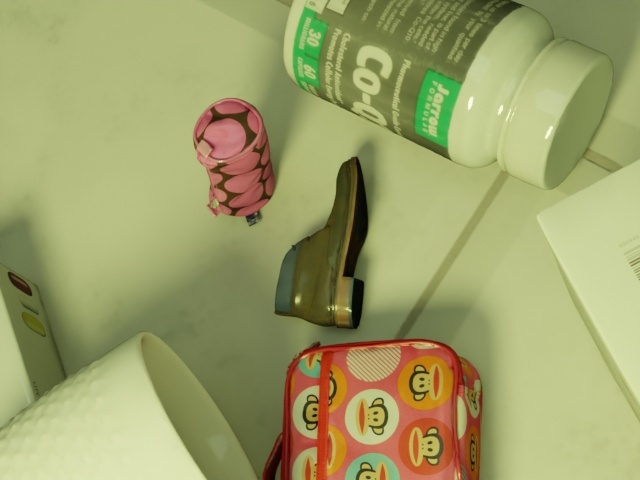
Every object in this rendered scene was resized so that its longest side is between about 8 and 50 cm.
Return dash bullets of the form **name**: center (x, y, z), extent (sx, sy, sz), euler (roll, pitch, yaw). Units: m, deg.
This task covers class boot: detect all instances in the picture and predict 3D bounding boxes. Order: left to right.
- **boot**: center (0.000, 0.000, 1.520), extent (0.106, 0.082, 0.219), euler (1, 76, 15)

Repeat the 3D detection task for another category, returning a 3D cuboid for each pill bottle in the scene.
- **pill bottle**: center (0.152, -0.211, 1.468), extent (0.361, 0.204, 0.204), euler (28, 84, 24)

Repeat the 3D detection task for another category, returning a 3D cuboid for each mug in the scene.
- **mug**: center (-0.256, 0.312, 1.300), extent (0.328, 0.374, 0.276), euler (-33, 103, 2)

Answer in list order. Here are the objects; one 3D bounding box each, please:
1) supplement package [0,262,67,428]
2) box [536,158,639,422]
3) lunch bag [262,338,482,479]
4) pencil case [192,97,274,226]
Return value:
- **supplement package**: center (-0.447, 0.189, 1.565), extent (0.204, 0.145, 0.261), euler (-25, 68, 5)
- **box**: center (0.361, 0.071, 1.238), extent (0.168, 0.345, 0.215), euler (-29, 68, 7)
- **lunch bag**: center (0.054, 0.264, 1.410), extent (0.258, 0.120, 0.293), euler (-5, 72, 21)
- **pencil case**: center (-0.109, -0.096, 1.515), extent (0.098, 0.209, 0.095), euler (-30, 71, -8)
